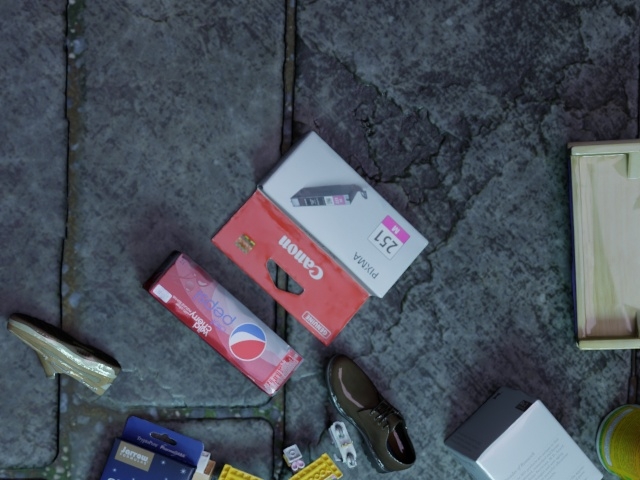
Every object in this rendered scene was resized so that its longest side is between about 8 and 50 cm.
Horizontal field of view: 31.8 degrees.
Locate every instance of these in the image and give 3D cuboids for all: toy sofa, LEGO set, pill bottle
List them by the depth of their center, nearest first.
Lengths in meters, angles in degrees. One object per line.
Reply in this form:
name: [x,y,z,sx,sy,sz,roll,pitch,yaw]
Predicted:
LEGO set: [-0.079,0.393,1.823,0.287,0.107,0.132,-11,60,-11]
pill bottle: [0.586,0.364,1.910,0.136,0.245,0.136,0,91,-15]
toy sofa: [0.508,0.007,1.948,0.150,0.177,0.363,-3,93,9]

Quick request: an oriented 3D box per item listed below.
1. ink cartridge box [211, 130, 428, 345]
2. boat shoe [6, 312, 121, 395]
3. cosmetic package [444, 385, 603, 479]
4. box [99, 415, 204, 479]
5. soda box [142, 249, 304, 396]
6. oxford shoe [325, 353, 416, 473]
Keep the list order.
ink cartridge box: [0.000,0.000,1.836,0.275,0.060,0.239,43,79,-12]
boat shoe: [-0.404,0.181,1.728,0.190,0.068,0.072,32,95,-14]
cosmetic package: [0.339,0.368,1.891,0.151,0.151,0.184,-43,101,-10]
box: [-0.282,0.401,1.756,0.136,0.036,0.225,19,85,8]
soda box: [-0.154,0.131,1.778,0.263,0.092,0.083,43,80,-12]
oxford shoe: [0.090,0.277,1.841,0.083,0.096,0.227,-42,103,-34]
